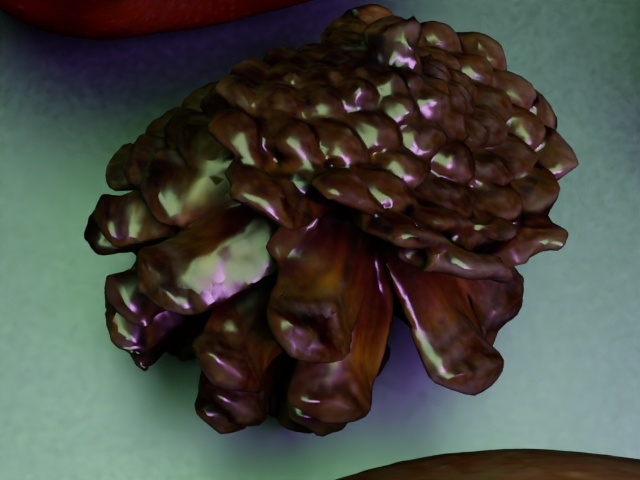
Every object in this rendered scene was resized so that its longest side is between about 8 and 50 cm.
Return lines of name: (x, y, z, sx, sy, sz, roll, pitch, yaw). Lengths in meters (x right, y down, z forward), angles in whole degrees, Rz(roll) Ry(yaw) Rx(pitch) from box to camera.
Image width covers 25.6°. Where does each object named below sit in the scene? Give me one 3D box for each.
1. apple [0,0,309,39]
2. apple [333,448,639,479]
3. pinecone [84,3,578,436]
apple: (-0.064, -0.202, 0.584, 0.261, 0.260, 0.216, -14, 92, -8)
apple: (0.067, 0.215, 0.426, 0.345, 0.269, 0.344, 1, 70, -4)
pinecone: (-0.001, -0.004, 0.554, 0.150, 0.195, 0.179, 62, 34, -13)
